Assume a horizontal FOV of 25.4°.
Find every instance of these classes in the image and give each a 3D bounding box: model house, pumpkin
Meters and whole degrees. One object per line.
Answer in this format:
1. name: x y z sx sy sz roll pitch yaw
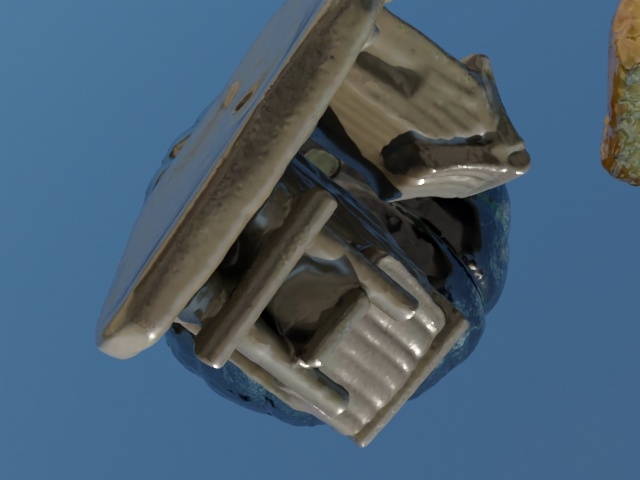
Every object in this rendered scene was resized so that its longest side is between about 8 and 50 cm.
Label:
1. model house: 0.008 -0.008 0.686 0.229 0.188 0.122 -57 -149 -10
2. pumpkin: 0.000 0.000 1.387 0.363 0.266 0.363 -4 -121 6

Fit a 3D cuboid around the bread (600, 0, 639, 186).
1. bread: 0.379 -0.177 1.170 0.340 0.194 0.179 -16 -133 13
